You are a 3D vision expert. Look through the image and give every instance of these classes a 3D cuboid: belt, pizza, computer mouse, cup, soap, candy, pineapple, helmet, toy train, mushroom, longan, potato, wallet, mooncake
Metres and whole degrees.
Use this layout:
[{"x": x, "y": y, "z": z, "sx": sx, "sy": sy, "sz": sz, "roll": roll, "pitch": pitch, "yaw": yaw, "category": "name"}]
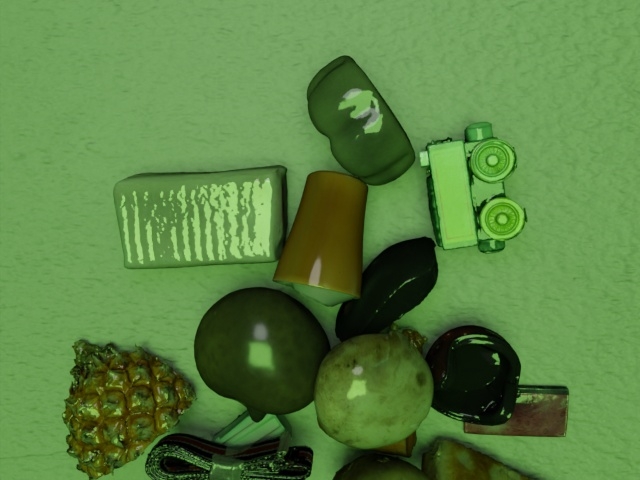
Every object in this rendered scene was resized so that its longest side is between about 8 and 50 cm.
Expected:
[{"x": -0.196, "y": 0.484, "z": 1.240, "sx": 0.359, "sy": 0.094, "sz": 0.126, "roll": 2, "pitch": 101, "yaw": 3, "category": "belt"}, {"x": 0.429, "y": 0.635, "z": 1.225, "sx": 0.405, "sy": 0.440, "sz": 0.130, "roll": 6, "pitch": 127, "yaw": -23, "category": "pizza"}, {"x": 0.126, "y": 0.098, "z": 1.210, "sx": 0.295, "sy": 0.168, "sz": 0.087, "roll": -42, "pitch": 114, "yaw": 12, "category": "computer mouse"}, {"x": 0.000, "y": 0.000, "z": 1.195, "sx": 0.182, "sy": 0.226, "sz": 0.264, "roll": 17, "pitch": 80, "yaw": -31, "category": "cup"}, {"x": -0.165, "y": 0.475, "z": 1.330, "sx": 0.230, "sy": 0.091, "sz": 0.145, "roll": -36, "pitch": 97, "yaw": 7, "category": "soap"}, {"x": -0.247, "y": -0.050, "z": 1.233, "sx": 0.358, "sy": 0.145, "sz": 0.208, "roll": -2, "pitch": 98, "yaw": 5, "category": "candy"}, {"x": -0.500, "y": 0.366, "z": 1.275, "sx": 0.344, "sy": 0.209, "sz": 0.286, "roll": -37, "pitch": 94, "yaw": 9, "category": "pineapple"}, {"x": 0.316, "y": 0.283, "z": 1.218, "sx": 0.189, "sy": 0.193, "sz": 0.216, "roll": 30, "pitch": 107, "yaw": -6, "category": "helmet"}, {"x": 0.311, "y": -0.102, "z": 1.187, "sx": 0.188, "sy": 0.159, "sz": 0.272, "roll": -8, "pitch": 98, "yaw": 11, "category": "toy train"}, {"x": 0.104, "y": 0.290, "z": 1.127, "sx": 0.254, "sy": 0.184, "sz": 0.255, "roll": -1, "pitch": 101, "yaw": -4, "category": "mushroom"}, {"x": -0.121, "y": 0.240, "z": 1.218, "sx": 0.300, "sy": 0.243, "sz": 0.300, "roll": 5, "pitch": 104, "yaw": 22, "category": "longan"}, {"x": 0.124, "y": 0.530, "z": 1.229, "sx": 0.191, "sy": 0.296, "sz": 0.141, "roll": 1, "pitch": 72, "yaw": -22, "category": "potato"}, {"x": 0.445, "y": 0.390, "z": 1.311, "sx": 0.232, "sy": 0.025, "sz": 0.119, "roll": 0, "pitch": 99, "yaw": 5, "category": "wallet"}, {"x": 0.077, "y": -0.232, "z": 1.132, "sx": 0.135, "sy": 0.275, "sz": 0.275, "roll": -34, "pitch": 95, "yaw": 15, "category": "mooncake"}]

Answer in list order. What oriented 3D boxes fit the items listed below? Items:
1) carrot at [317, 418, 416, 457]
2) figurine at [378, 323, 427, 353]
[{"x": 0.105, "y": 0.399, "z": 1.288, "sx": 0.224, "sy": 0.159, "sz": 0.159, "roll": -3, "pitch": 98, "yaw": 18, "category": "carrot"}, {"x": 0.165, "y": 0.241, "z": 1.291, "sx": 0.143, "sy": 0.068, "sz": 0.101, "roll": -34, "pitch": 91, "yaw": 20, "category": "figurine"}]
